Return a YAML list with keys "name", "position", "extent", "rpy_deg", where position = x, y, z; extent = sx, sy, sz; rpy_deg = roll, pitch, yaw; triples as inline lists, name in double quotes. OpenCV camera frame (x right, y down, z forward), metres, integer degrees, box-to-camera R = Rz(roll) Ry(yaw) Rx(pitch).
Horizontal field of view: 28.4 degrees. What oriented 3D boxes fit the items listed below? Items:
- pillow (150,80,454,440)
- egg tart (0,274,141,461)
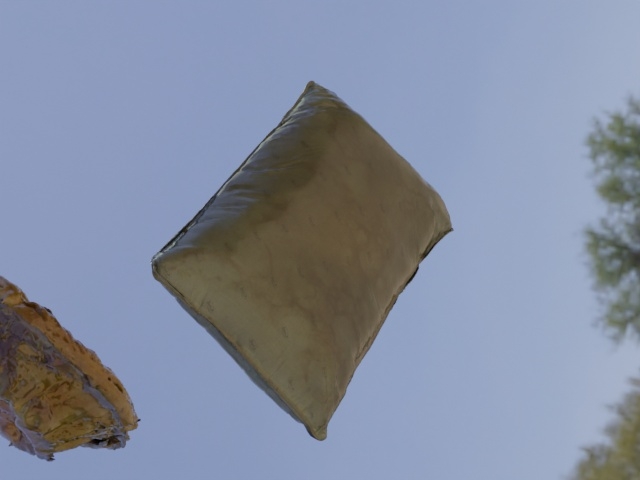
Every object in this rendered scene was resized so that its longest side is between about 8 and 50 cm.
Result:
- name: "pillow"
  position: [0.000, 0.000, 1.016]
  extent: [0.075, 0.185, 0.302]
  rpy_deg: [-38, 11, 42]
- name: "egg tart"
  position: [-0.403, 0.186, 1.717]
  extent: [0.150, 0.352, 0.352]
  rpy_deg: [-52, -31, -23]
